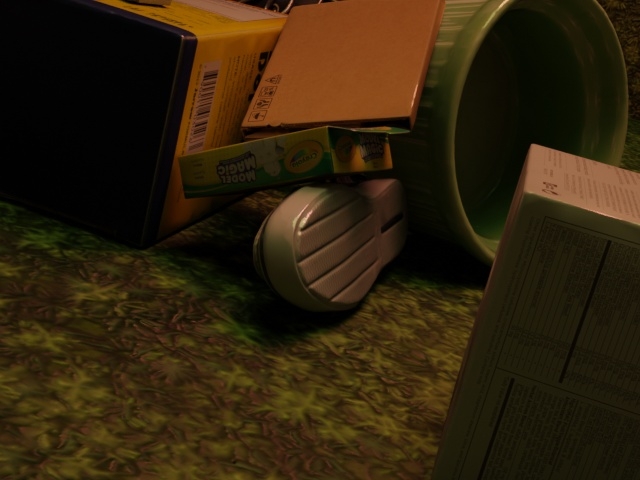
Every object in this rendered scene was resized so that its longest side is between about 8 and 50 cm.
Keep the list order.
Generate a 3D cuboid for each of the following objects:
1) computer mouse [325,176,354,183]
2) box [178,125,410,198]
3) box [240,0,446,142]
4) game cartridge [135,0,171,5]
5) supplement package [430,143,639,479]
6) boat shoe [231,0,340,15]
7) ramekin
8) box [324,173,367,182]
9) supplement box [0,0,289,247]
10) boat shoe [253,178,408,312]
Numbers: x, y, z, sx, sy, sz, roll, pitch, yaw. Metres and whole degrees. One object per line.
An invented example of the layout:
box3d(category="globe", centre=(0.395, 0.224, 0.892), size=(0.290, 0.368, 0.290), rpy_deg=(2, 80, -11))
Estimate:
box3d(category="computer mouse", centre=(0.022, -0.137, 1.187), size=(0.042, 0.193, 0.106), rpy_deg=(-13, 23, -9))
box3d(category="box", centre=(-0.020, -0.069, 0.884), size=(0.179, 0.043, 0.105), rpy_deg=(-10, 0, 33))
box3d(category="box", centre=(0.026, -0.170, 0.987), size=(0.164, 0.021, 0.201), rpy_deg=(-1, 44, 20))
box3d(category="game cartridge", centre=(-0.179, -0.234, 0.946), size=(0.083, 0.017, 0.056), rpy_deg=(25, 17, 31))
box3d(category="supplement package", centre=(0.229, 0.079, 0.650), size=(0.262, 0.198, 0.199), rpy_deg=(17, 16, 9))
box3d(category="boat shoe", centre=(-0.035, -0.273, 1.291), size=(0.500, 0.156, 0.187), rpy_deg=(30, 41, 3))
box3d(category="ramekin", centre=(0.183, -0.125, 1.103), size=(0.303, 0.303, 0.148), rpy_deg=(-1, 11, -42))
box3d(category="box", centre=(0.025, -0.116, 1.315), size=(0.162, 0.029, 0.116), rpy_deg=(14, 42, -3))
box3d(category="supplement box", centre=(-0.168, -0.148, 1.041), size=(0.194, 0.195, 0.356), rpy_deg=(19, 18, 12))
box3d(category="boat shoe", centre=(0.000, 0.000, 0.916), size=(0.094, 0.109, 0.302), rpy_deg=(-3, 6, 20))
